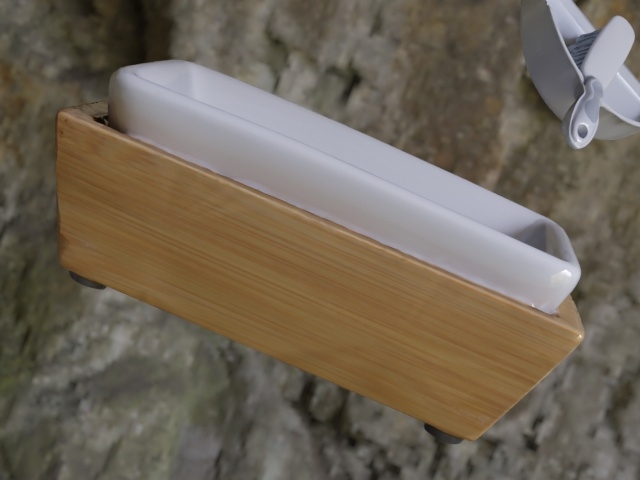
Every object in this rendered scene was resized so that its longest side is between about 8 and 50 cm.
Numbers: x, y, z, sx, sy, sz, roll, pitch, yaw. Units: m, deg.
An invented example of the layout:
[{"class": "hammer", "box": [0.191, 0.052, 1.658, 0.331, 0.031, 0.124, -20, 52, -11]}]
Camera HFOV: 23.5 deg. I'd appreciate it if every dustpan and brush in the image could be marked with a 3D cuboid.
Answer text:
[{"class": "dustpan and brush", "box": [0.182, -0.109, 1.047, 0.147, 0.060, 0.211, 48, 42, -12]}]

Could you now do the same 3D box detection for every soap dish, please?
[{"class": "soap dish", "box": [0.000, 0.000, 0.886, 0.291, 0.118, 0.229, 23, 9, 2]}]
